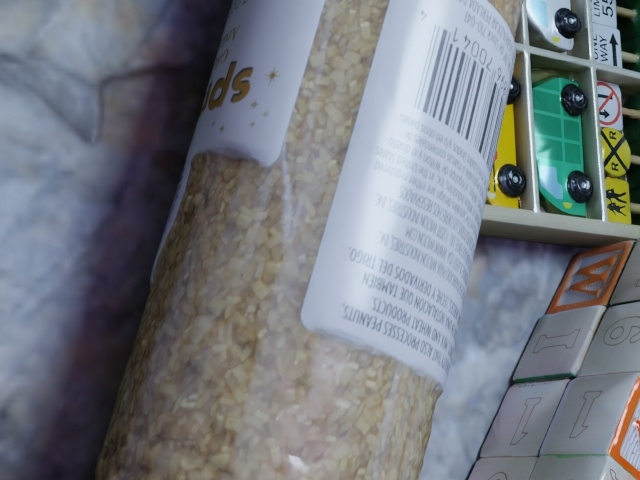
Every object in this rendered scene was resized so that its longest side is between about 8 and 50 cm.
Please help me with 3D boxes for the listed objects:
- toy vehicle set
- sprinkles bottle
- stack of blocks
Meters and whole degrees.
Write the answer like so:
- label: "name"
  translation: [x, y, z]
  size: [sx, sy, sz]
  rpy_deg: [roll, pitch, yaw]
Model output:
- label: "toy vehicle set"
  translation: [0.117, -0.131, 0.548]
  size: [0.165, 0.035, 0.267]
  rpy_deg: [5, 78, -31]
- label: "sprinkles bottle"
  translation: [0.000, 0.000, 0.390]
  size: [0.121, 0.121, 0.356]
  rpy_deg: [23, 72, -26]
- label: "stack of blocks"
  translation: [0.148, 0.163, 0.477]
  size: [0.171, 0.087, 0.297]
  rpy_deg: [41, 62, -18]
